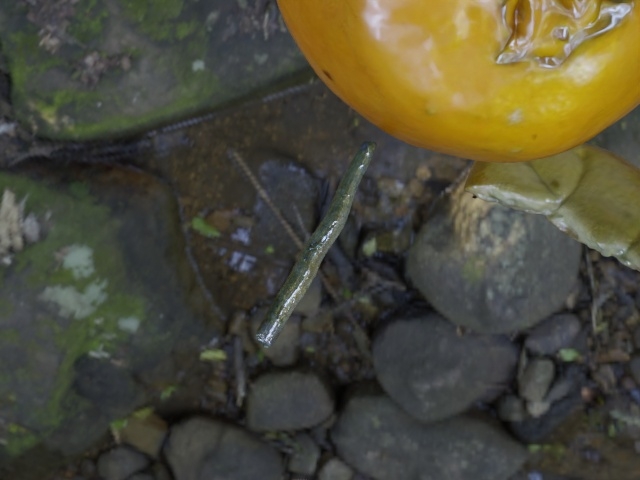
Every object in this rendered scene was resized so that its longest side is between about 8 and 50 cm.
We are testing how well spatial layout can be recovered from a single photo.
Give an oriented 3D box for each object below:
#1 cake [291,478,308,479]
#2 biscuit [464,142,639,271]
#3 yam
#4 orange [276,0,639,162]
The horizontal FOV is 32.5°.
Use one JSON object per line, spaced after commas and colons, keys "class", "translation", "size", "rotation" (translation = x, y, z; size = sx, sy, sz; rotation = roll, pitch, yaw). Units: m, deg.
{"class": "cake", "translation": [0.016, 0.384, 0.902], "size": [0.293, 0.314, 0.307], "rotation": [28, 178, 25]}
{"class": "biscuit", "translation": [0.315, -0.056, 1.308], "size": [0.299, 0.154, 0.045], "rotation": [29, 144, 35]}
{"class": "yam", "translation": [0.000, 0.000, 1.081], "size": [0.027, 0.234, 0.029], "rotation": [21, 166, 28]}
{"class": "orange", "translation": [0.119, -0.208, 0.745], "size": [0.312, 0.312, 0.312], "rotation": [5, 128, 6]}
